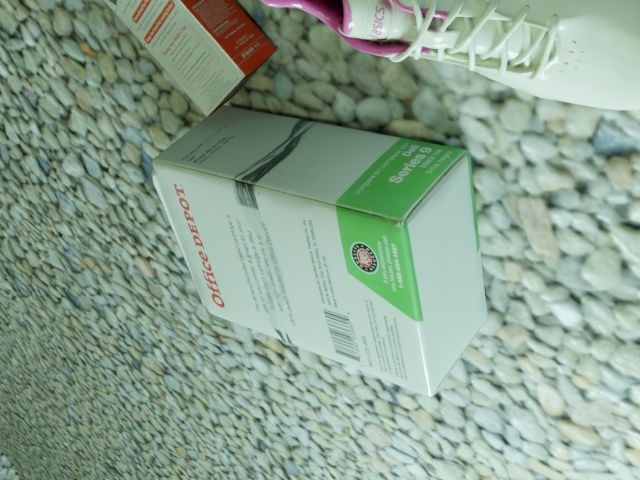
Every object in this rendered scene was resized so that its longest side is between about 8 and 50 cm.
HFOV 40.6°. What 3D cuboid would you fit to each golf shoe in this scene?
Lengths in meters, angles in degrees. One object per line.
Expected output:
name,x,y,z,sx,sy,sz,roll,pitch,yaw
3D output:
golf shoe,0.091,-0.152,0.584,0.306,0.140,0.115,28,140,19

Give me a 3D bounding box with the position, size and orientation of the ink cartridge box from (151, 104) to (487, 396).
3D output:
ink cartridge box,0.000,0.000,0.841,0.289,0.121,0.211,16,137,33

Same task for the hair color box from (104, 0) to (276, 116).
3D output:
hair color box,-0.130,-0.210,0.814,0.167,0.053,0.093,48,146,-8
